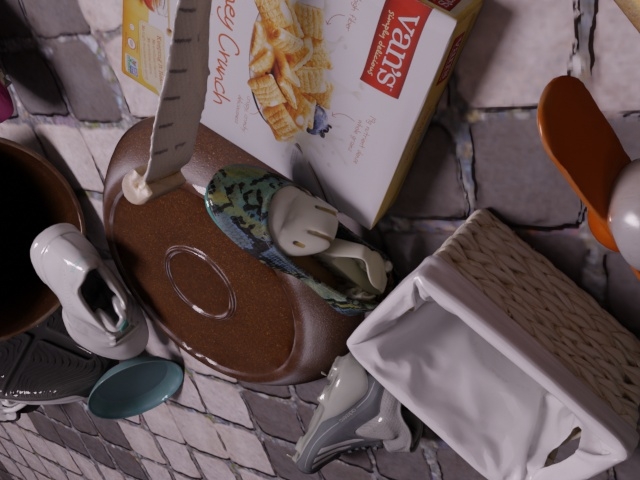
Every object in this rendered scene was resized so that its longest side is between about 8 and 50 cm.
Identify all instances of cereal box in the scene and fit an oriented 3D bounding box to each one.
[{"bbox_3d":[-0.031,-0.135,0.465,0.240,0.047,0.173,33,137,14],"label":"cereal box"}]

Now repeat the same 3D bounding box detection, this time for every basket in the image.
[{"bbox_3d":[0.123,0.074,0.467,0.167,0.103,0.113,41,139,4],"label":"basket"}]

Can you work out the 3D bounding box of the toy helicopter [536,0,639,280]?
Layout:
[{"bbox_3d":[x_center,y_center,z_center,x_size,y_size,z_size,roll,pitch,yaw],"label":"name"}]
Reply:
[{"bbox_3d":[0.181,-0.078,0.309,0.355,0.140,0.235,53,149,8],"label":"toy helicopter"}]

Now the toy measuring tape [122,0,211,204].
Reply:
[{"bbox_3d":[-0.099,-0.186,0.369,0.121,0.121,0.330,27,119,19],"label":"toy measuring tape"}]

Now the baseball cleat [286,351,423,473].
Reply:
[{"bbox_3d":[0.034,0.188,0.657,0.109,0.072,0.206,25,142,8],"label":"baseball cleat"}]

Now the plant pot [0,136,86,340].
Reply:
[{"bbox_3d":[-0.411,-0.006,0.787,0.230,0.215,0.215,4,126,55],"label":"plant pot"}]

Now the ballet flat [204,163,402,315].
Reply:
[{"bbox_3d":[0.000,0.000,0.498,0.070,0.070,0.188,-1,155,40],"label":"ballet flat"}]

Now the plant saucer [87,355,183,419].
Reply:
[{"bbox_3d":[-0.230,0.178,0.845,0.021,0.119,0.119,57,148,34],"label":"plant saucer"}]

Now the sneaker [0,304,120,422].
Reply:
[{"bbox_3d":[-0.432,0.173,1.002,0.447,0.169,0.257,5,149,24],"label":"sneaker"}]

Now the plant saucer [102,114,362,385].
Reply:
[{"bbox_3d":[-0.104,0.031,0.661,0.310,0.050,0.311,22,135,24],"label":"plant saucer"}]

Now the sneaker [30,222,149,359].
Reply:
[{"bbox_3d":[-0.229,0.079,0.731,0.094,0.080,0.212,30,154,33],"label":"sneaker"}]

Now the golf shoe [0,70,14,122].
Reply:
[{"bbox_3d":[-0.423,-0.208,0.642,0.306,0.140,0.115,48,173,1],"label":"golf shoe"}]
